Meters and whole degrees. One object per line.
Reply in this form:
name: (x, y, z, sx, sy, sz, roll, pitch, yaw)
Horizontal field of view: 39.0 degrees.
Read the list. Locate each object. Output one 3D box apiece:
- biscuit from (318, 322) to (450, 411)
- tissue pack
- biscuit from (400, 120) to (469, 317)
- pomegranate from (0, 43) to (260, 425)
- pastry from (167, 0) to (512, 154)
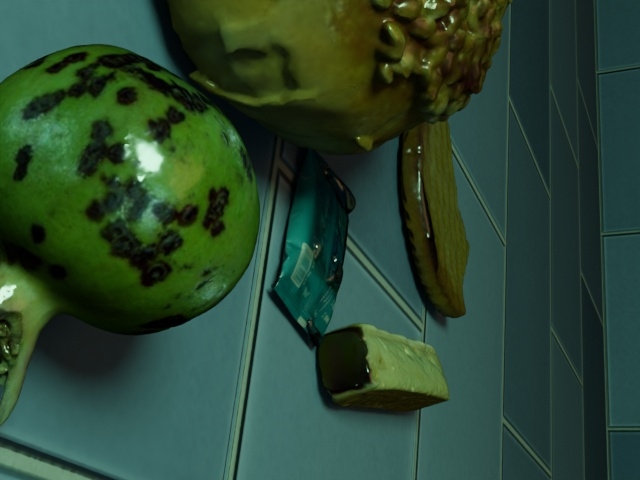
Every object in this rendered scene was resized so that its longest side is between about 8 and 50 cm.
biscuit: (0.055, 0.104, 0.729, 0.188, 0.052, 0.056, 29, 43, -62)
tissue pack: (0.000, 0.000, 0.657, 0.085, 0.027, 0.138, 57, 33, -46)
biscuit: (0.117, -0.048, 0.925, 0.176, 0.031, 0.229, 48, 41, -54)
pomegranate: (-0.094, -0.003, 0.355, 0.161, 0.122, 0.122, -54, 140, -17)
pastry: (0.030, -0.198, 0.569, 0.315, 0.184, 0.285, -9, 93, -66)
